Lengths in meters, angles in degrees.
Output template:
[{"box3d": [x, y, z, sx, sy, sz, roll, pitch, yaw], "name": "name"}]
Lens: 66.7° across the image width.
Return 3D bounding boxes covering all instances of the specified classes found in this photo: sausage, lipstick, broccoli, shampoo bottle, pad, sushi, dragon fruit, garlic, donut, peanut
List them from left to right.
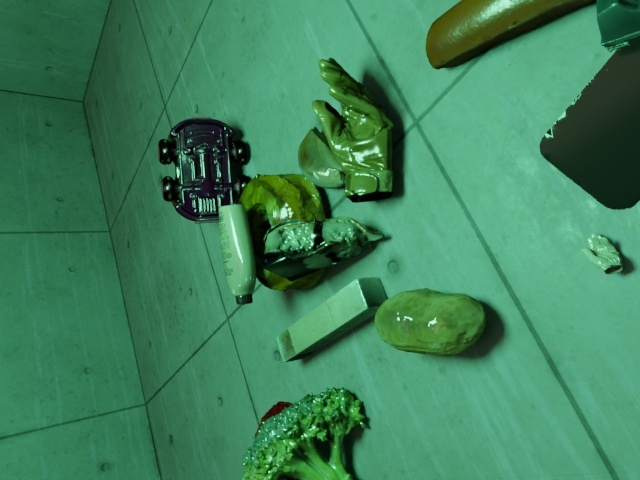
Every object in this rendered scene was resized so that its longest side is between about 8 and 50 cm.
[{"box3d": [-0.212, 0.039, 1.252, 0.127, 0.078, 0.256, -12, 83, 55], "name": "shampoo bottle"}, {"box3d": [-0.111, -0.027, 1.295, 0.330, 0.160, 0.329, 1, 91, 45], "name": "donut"}, {"box3d": [-0.116, 0.529, 1.390, 0.162, 0.083, 0.106, -47, 26, 0], "name": "dragon fruit"}, {"box3d": [-0.027, 0.601, 1.185, 0.353, 0.275, 0.396, -32, 80, 47], "name": "broccoli"}, {"box3d": [0.001, -0.189, 1.212, 0.101, 0.087, 0.195, -49, 51, 24], "name": "garlic"}, {"box3d": [0.003, -0.009, 1.118, 0.273, 0.134, 0.109, -22, 65, 15], "name": "sushi"}, {"box3d": [0.018, 0.205, 1.209, 0.371, 0.076, 0.079, -42, 58, 44], "name": "lipstick"}, {"box3d": [0.211, 0.156, 0.934, 0.224, 0.129, 0.129, -1, 91, 42], "name": "peanut"}, {"box3d": [0.306, -0.388, 0.817, 0.349, 0.094, 0.097, -9, 84, 51], "name": "sausage"}, {"box3d": [0.411, -0.236, 0.723, 0.250, 0.055, 0.323, -57, 50, 35], "name": "pad"}]

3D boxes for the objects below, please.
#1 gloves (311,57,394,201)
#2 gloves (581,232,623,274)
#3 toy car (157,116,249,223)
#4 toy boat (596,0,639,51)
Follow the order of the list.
[{"box3d": [0.079, -0.247, 1.070, 0.154, 0.141, 0.330, 165, 90, -76], "name": "gloves"}, {"box3d": [0.424, 0.025, 0.729, 0.044, 0.037, 0.080, -15, 59, 15], "name": "gloves"}, {"box3d": [-0.386, -0.221, 1.576, 0.240, 0.272, 0.340, 173, 94, -69], "name": "toy car"}, {"box3d": [0.429, -0.384, 0.623, 0.114, 0.122, 0.296, -4, 62, 46], "name": "toy boat"}]
